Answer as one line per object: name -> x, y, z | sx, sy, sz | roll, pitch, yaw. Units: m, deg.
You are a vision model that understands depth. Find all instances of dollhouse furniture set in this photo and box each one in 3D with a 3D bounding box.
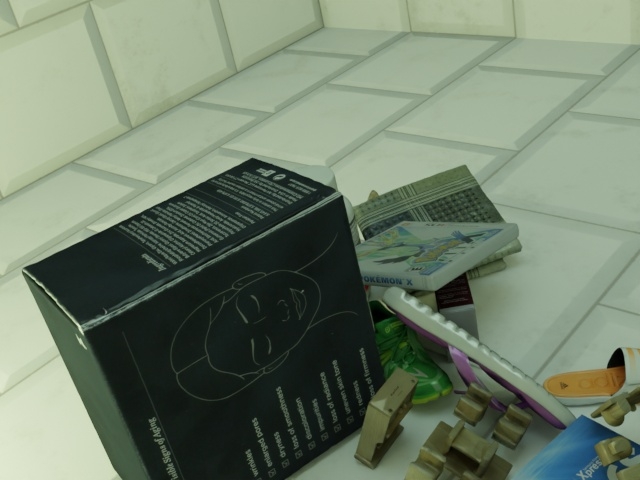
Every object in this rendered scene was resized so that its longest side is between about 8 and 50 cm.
dollhouse furniture set -> 0.488, 0.315, 1.262 | 0.144, 0.123, 0.151 | -18, 66, -10
dollhouse furniture set -> 0.196, 0.354, 1.396 | 0.242, 0.161, 0.212 | 29, 47, 20

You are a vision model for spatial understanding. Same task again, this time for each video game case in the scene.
video game case -> 0.202, 0.023, 1.712 | 0.300, 0.036, 0.329 | 2, 20, 42

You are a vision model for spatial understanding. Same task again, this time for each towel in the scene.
towel -> 0.272, -0.020, 1.951 | 0.324, 0.056, 0.312 | -21, 50, -5

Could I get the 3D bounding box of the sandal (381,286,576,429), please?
sandal -> 0.270, 0.232, 1.489 | 0.416, 0.169, 0.102 | 36, 90, 28

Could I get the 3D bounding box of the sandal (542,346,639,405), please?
sandal -> 0.532, 0.239, 1.472 | 0.265, 0.076, 0.102 | -9, 31, 7

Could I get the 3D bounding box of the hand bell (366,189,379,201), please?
hand bell -> 0.238, -0.045, 2.071 | 0.242, 0.126, 0.126 | 11, 36, 14

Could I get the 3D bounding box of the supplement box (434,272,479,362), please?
supplement box -> 0.277, 0.126, 1.709 | 0.073, 0.130, 0.239 | -10, 31, 6

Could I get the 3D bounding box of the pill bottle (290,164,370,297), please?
pill bottle -> 0.000, 0.000, 1.841 | 0.176, 0.318, 0.176 | -11, 30, 6

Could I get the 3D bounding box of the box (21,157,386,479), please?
box -> -0.177, 0.181, 1.448 | 0.472, 0.479, 0.297 | -30, 32, -27

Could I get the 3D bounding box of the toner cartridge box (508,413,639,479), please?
toner cartridge box -> 0.359, 0.417, 1.240 | 0.348, 0.075, 0.165 | -31, 34, -29

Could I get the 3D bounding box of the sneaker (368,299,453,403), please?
sneaker -> 0.150, 0.216, 1.613 | 0.110, 0.123, 0.295 | -23, 32, -17
